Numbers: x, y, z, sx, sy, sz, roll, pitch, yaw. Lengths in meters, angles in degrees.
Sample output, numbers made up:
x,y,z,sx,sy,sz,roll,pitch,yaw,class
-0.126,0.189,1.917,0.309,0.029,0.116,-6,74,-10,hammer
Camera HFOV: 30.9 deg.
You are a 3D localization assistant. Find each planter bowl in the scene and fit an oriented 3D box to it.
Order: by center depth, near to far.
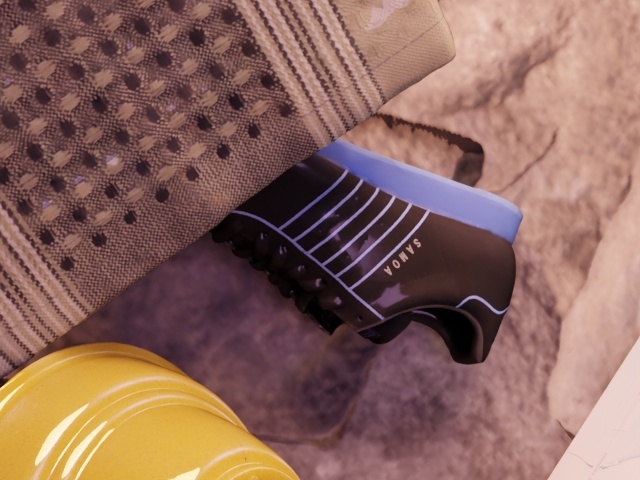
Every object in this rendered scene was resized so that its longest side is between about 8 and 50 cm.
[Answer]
x,y,z,sx,sy,sz,roll,pitch,yaw,class
-0.059,0.149,0.506,0.217,0.090,0.217,17,69,-53,planter bowl

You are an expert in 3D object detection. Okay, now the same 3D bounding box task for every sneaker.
x,y,z,sx,sy,sz,roll,pitch,yaw,class
0.000,0.000,0.600,0.232,0.081,0.090,15,77,-18,sneaker

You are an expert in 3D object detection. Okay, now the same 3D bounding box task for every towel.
x,y,z,sx,sy,sz,roll,pitch,yaw,class
-0.136,-0.121,0.477,0.312,0.056,0.324,-36,115,-6,towel

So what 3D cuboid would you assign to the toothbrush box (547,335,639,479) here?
x,y,z,sx,sy,sz,roll,pitch,yaw,class
0.269,0.090,0.617,0.126,0.216,0.295,41,74,-12,toothbrush box
